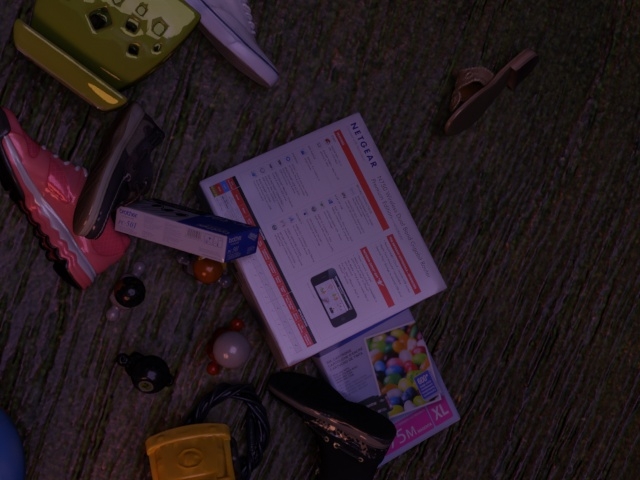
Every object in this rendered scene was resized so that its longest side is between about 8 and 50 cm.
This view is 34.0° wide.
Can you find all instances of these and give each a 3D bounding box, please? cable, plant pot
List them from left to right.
[{"bbox_3d":[-0.338,-0.323,1.607,0.228,0.227,0.207,36,87,-13],"label":"plant pot"},{"bbox_3d":[-0.154,0.324,1.741,0.150,0.047,0.184,36,80,-13],"label":"cable"}]

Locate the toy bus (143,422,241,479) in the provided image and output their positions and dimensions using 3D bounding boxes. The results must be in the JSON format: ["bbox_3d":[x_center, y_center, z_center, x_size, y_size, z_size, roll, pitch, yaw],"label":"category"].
[{"bbox_3d":[-0.184,0.428,1.623,0.149,0.211,0.220,-10,120,-9],"label":"toy bus"}]

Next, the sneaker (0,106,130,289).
[{"bbox_3d":[-0.412,-0.083,1.653,0.136,0.116,0.313,-34,105,-24],"label":"sneaker"}]

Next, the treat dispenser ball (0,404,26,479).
[{"bbox_3d":[-0.570,0.335,1.499,0.288,0.288,0.288,0,90,-16],"label":"treat dispenser ball"}]

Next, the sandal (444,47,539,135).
[{"bbox_3d":[0.280,-0.279,1.866,0.240,0.088,0.079,-39,68,-19],"label":"sandal"}]

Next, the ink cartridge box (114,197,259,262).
[{"bbox_3d":[-0.209,-0.018,1.638,0.207,0.097,0.046,16,105,24],"label":"ink cartridge box"}]

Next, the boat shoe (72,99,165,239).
[{"bbox_3d":[-0.302,-0.103,1.617,0.092,0.103,0.285,31,39,-20],"label":"boat shoe"}]

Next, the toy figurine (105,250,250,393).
[{"bbox_3d":[-0.229,0.126,1.668,0.213,0.148,0.209,-13,93,-15],"label":"toy figurine"}]

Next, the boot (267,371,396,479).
[{"bbox_3d":[0.001,0.338,1.755,0.236,0.085,0.178,24,120,21],"label":"boot"}]

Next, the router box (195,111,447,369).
[{"bbox_3d":[0.000,0.000,1.735,0.301,0.082,0.335,-24,85,-14],"label":"router box"}]

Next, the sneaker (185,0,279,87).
[{"bbox_3d":[-0.150,-0.365,1.721,0.091,0.094,0.258,-46,100,-7],"label":"sneaker"}]

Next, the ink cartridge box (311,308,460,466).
[{"bbox_3d":[0.095,0.214,1.807,0.186,0.065,0.311,-27,95,-15],"label":"ink cartridge box"}]
